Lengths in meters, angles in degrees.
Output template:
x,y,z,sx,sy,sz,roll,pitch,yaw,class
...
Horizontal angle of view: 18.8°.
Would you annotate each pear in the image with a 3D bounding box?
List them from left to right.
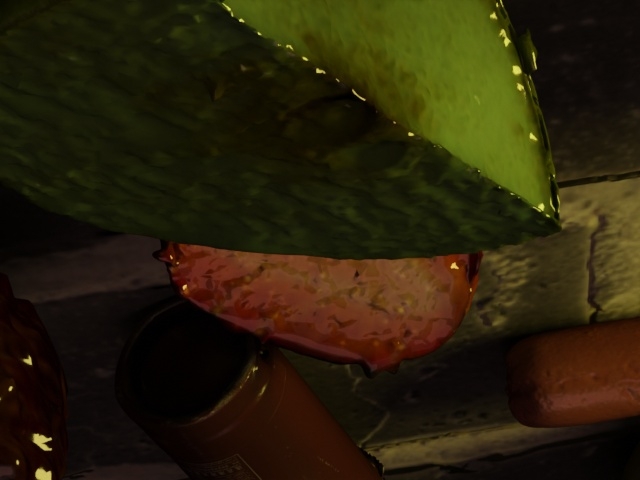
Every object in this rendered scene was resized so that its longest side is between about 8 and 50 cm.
x,y,z,sx,sy,sz,roll,pitch,yaw,class
-0.053,-0.083,0.909,0.239,0.139,0.288,-20,147,35,pear

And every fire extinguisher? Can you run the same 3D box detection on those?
x,y,z,sx,sy,sz,roll,pitch,yaw,class
-0.029,0.137,1.208,0.105,0.104,0.269,-22,140,13,fire extinguisher

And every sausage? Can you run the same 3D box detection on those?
x,y,z,sx,sy,sz,roll,pitch,yaw,class
0.191,0.080,1.212,0.154,0.062,0.062,-9,141,-3,sausage

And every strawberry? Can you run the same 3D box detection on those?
x,y,z,sx,sy,sz,roll,pitch,yaw,class
0.000,0.000,1.068,0.188,0.082,0.121,17,114,-18,strawberry

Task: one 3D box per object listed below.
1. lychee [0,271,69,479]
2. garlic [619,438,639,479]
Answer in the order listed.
x,y,z,sx,sy,sz,roll,pitch,yaw,class
-0.269,0.110,0.957,0.306,0.306,0.330,-33,114,24,lychee
0.337,0.172,1.305,0.279,0.132,0.325,-3,143,-11,garlic
